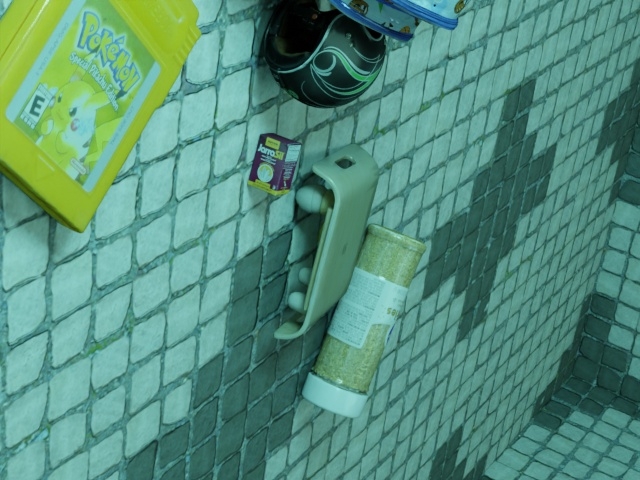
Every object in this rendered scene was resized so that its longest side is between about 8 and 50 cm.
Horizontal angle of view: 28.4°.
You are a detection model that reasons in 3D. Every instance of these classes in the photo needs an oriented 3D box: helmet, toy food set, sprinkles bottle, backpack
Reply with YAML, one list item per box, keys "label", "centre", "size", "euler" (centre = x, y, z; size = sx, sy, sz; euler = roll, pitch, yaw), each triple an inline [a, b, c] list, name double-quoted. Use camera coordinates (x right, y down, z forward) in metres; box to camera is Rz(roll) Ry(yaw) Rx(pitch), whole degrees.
- label: "helmet"
  centre: [0.013, -0.275, 1.846]
  size: [0.161, 0.169, 0.169]
  euler: [24, 88, -48]
- label: "toy food set"
  centre: [0.000, 0.000, 2.154]
  size: [0.220, 0.092, 0.306]
  euler: [-36, 143, -66]
- label: "sprinkles bottle"
  centre: [0.081, 0.150, 2.371]
  size: [0.121, 0.121, 0.355]
  euler: [18, 94, -65]
- label: "backpack"
  centre: [0.096, -0.396, 1.725]
  size: [0.277, 0.263, 0.213]
  euler: [11, 114, -35]

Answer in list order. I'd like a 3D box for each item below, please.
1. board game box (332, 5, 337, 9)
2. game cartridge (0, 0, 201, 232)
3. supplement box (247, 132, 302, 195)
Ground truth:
- label: "board game box"
  centre: [0.097, -0.473, 1.995]
  size: [0.259, 0.039, 0.124]
  euler: [-46, 148, -34]
- label: "game cartridge"
  centre: [-0.271, -0.203, 1.480]
  size: [0.323, 0.053, 0.285]
  euler: [-60, 154, -12]
- label: "supplement box"
  centre: [-0.070, -0.117, 1.936]
  size: [0.043, 0.055, 0.083]
  euler: [-12, 120, -60]
